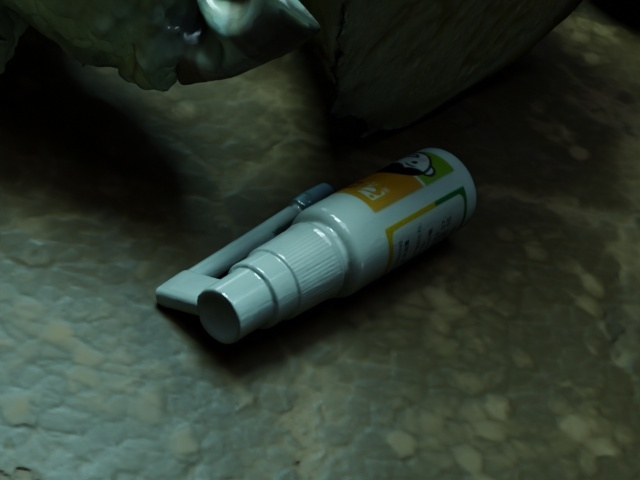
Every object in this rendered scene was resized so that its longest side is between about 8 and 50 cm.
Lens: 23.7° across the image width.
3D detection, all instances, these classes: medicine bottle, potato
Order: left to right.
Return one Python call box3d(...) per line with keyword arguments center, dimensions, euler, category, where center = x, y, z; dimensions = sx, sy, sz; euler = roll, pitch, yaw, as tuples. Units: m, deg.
box3d(center=(0.000, 0.000, 0.963), dimensions=(0.092, 0.061, 0.220), euler=(15, 31, 38), category="medicine bottle")
box3d(center=(0.035, -0.273, 1.089), dimensions=(0.296, 0.290, 0.397), euler=(45, 32, 20), category="potato")

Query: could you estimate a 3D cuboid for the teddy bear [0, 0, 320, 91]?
box3d(center=(-0.224, -0.228, 0.935), dimensions=(0.375, 0.327, 0.362), euler=(12, 10, -27), category="teddy bear")
